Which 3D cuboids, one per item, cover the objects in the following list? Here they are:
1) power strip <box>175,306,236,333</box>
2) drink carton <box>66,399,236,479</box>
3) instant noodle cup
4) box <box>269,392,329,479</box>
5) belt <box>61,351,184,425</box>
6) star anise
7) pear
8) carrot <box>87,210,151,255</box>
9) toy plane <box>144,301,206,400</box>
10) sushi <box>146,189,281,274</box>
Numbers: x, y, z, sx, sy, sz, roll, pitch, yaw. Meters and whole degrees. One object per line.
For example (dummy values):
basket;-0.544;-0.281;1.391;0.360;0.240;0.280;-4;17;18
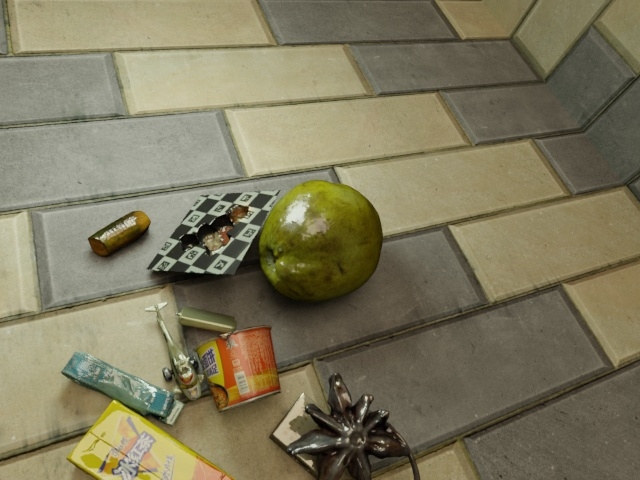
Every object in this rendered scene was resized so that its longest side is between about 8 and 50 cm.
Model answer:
power strip;-0.320;0.221;1.314;0.169;0.028;0.076;14;14;-10
drink carton;-0.376;0.530;1.084;0.352;0.111;0.154;31;55;5
instant noodle cup;-0.202;0.330;1.209;0.214;0.213;0.174;-11;71;-22
box;-0.013;0.516;1.227;0.201;0.058;0.141;36;57;8
belt;-0.485;0.365;1.164;0.303;0.087;0.072;25;53;-1
star anise;0.073;0.503;1.164;0.316;0.139;0.358;-8;77;-12
pear;0.000;0.000;1.384;0.414;0.352;0.352;-23;67;-42
carrot;-0.580;-0.022;1.379;0.082;0.082;0.173;42;58;11
toy plane;-0.381;0.292;1.238;0.092;0.108;0.286;-21;55;-25
sushi;-0.300;-0.008;1.405;0.321;0.068;0.339;-1;46;26
